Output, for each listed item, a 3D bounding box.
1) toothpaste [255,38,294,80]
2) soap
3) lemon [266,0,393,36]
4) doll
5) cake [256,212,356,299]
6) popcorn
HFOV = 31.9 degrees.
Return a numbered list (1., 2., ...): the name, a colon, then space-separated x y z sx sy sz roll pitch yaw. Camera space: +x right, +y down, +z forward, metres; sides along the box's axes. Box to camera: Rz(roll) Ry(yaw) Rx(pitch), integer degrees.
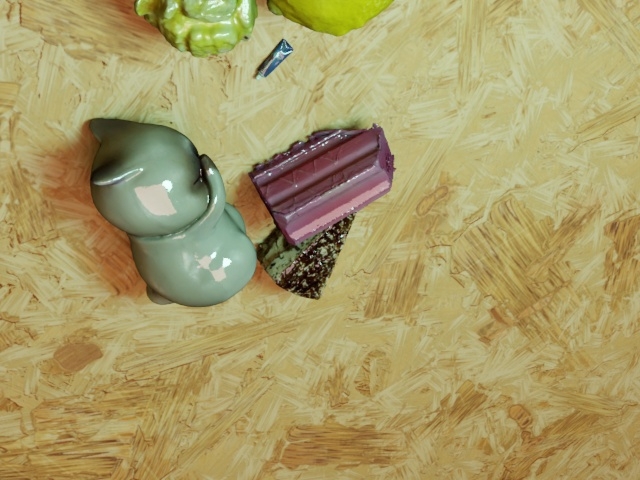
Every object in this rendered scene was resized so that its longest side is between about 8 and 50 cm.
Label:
1. toothpaste: -0.081 -0.304 1.902 0.027 0.019 0.083 42 101 -15
2. soap: 0.014 -0.113 1.990 0.250 0.162 0.099 -29 131 -2
3. lemon: 0.031 -0.446 1.714 0.288 0.233 0.233 -43 131 -7
4. doll: -0.244 -0.040 1.895 0.226 0.215 0.370 -14 132 5
5. cake: 0.010 -0.005 2.106 0.246 0.112 0.135 -45 133 6
6. popcorn: -0.178 -0.374 1.711 0.167 0.187 0.185 4 146 20
